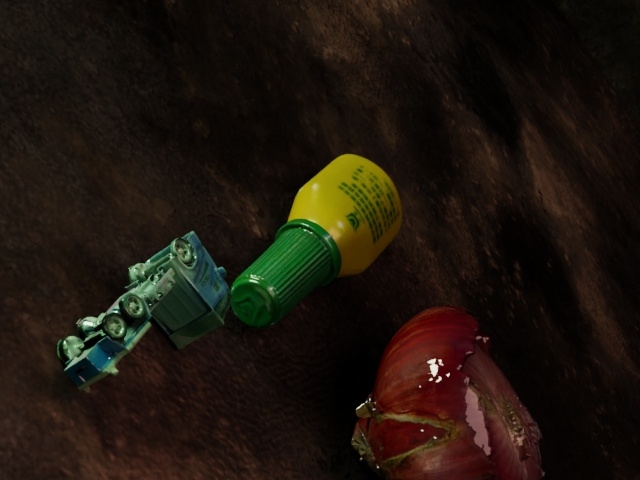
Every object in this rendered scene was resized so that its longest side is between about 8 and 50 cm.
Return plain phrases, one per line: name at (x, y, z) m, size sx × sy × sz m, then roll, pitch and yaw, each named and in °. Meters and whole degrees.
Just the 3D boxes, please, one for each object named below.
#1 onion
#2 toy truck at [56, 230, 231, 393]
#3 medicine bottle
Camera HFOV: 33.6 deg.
onion at (0.130, 0.187, 1.022) m, size 0.248 × 0.161 × 0.248 m, roll 28°, pitch 53°, yaw -45°
toy truck at (-0.134, 0.068, 0.844) m, size 0.081 × 0.067 × 0.175 m, roll 52°, pitch 32°, yaw -12°
medicine bottle at (0.000, 0.000, 1.076) m, size 0.111 × 0.076 × 0.309 m, roll 53°, pitch 32°, yaw -4°
